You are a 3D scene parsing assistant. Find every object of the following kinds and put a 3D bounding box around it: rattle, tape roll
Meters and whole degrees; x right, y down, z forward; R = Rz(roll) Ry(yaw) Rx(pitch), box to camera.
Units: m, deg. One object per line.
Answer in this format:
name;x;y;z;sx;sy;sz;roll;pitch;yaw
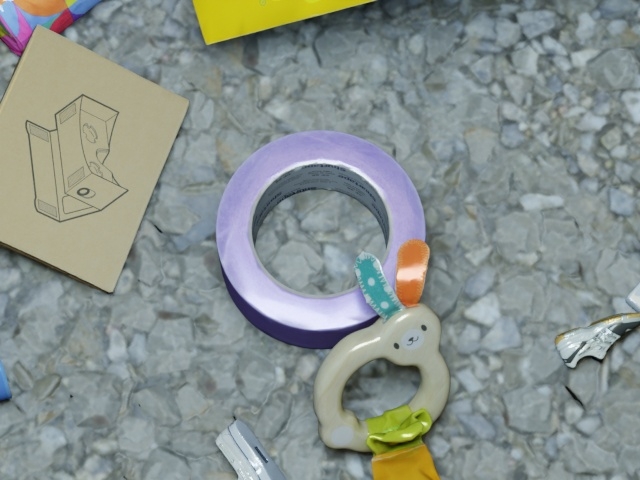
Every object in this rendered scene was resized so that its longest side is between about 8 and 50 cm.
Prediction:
rattle;0.068;0.118;1.481;0.130;0.143;0.199;16;116;-6
tape roll;0.000;0.000;1.584;0.189;0.080;0.189;0;74;1

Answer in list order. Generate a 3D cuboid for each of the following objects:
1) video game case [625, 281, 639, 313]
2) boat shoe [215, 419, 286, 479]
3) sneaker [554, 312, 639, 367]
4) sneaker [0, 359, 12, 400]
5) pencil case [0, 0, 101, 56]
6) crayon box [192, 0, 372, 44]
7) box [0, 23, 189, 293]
video game case;0.386;0.046;1.604;0.143;0.019;0.157;42;78;10
boat shoe;-0.060;0.210;1.551;0.035;0.035;0.100;-39;81;18
sneaker;0.257;0.091;1.588;0.083;0.032;0.037;-20;89;-1
sneaker;-0.361;0.056;1.565;0.090;0.081;0.232;-23;77;-14
pencil case;-0.231;-0.277;1.653;0.236;0.104;0.104;-37;78;-11
crayon box;0.027;-0.371;1.540;0.363;0.106;0.313;-12;101;25
box;-0.229;-0.075;1.603;0.164;0.021;0.201;26;74;-17
